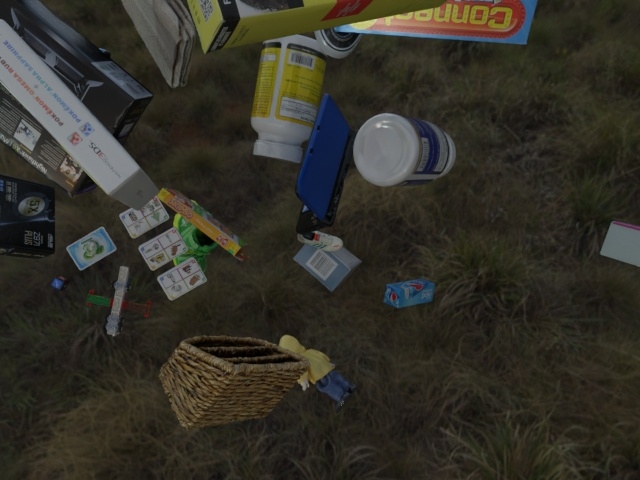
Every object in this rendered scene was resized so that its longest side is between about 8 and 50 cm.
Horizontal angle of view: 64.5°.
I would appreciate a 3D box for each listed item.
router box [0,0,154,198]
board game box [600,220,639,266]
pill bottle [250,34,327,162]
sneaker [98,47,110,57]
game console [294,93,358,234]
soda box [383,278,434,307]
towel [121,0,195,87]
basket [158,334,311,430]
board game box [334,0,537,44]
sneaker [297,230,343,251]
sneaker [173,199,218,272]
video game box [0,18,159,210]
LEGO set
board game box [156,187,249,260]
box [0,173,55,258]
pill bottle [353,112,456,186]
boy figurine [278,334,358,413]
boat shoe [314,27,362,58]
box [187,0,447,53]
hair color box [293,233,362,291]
[{"bbox_3d":[-0.502,-0.269,0.928,0.309,0.243,0.081,40,22,-7],"label":"router box"},{"bbox_3d":[0.891,0.035,1.244,0.303,0.098,0.224,7,13,-29],"label":"board game box"},{"bbox_3d":[-0.097,-0.398,1.452,0.188,0.334,0.188,11,6,-1],"label":"pill bottle"},{"bbox_3d":[-0.525,-0.386,1.235,0.073,0.162,0.063,5,32,13],"label":"sneaker"},{"bbox_3d":[-0.021,-0.192,1.346,0.173,0.250,0.293,26,68,-26],"label":"game console"},{"bbox_3d":[0.323,0.189,1.830,0.210,0.071,0.067,-3,16,-44],"label":"soda box"},{"bbox_3d":[-0.358,-0.487,1.092,0.049,0.187,0.282,-26,78,-31],"label":"towel"},{"bbox_3d":[-0.213,0.304,1.263,0.299,0.223,0.213,13,32,-50],"label":"basket"},{"bbox_3d":[0.182,-0.463,0.745,0.308,0.302,0.086,5,35,4],"label":"board game box"},{"bbox_3d":[0.000,0.000,1.724,0.161,0.075,0.057,16,86,-2],"label":"sneaker"},{"bbox_3d":[-0.373,0.016,1.529,0.123,0.295,0.109,26,48,15],"label":"sneaker"},{"bbox_3d":[-0.269,-0.122,0.572,0.048,0.205,0.187,-41,98,-10],"label":"video game box"},{"bbox_3d":[-0.354,0.056,0.924,0.244,0.060,0.182,-31,93,-2],"label":"LEGO set"},{"bbox_3d":[-0.283,-0.040,1.275,0.259,0.124,0.039,40,92,-2],"label":"board game box"},{"bbox_3d":[-0.742,-0.054,1.244,0.077,0.147,0.180,-15,74,28],"label":"box"},{"bbox_3d":[0.202,-0.200,1.152,0.153,0.153,0.264,31,22,29],"label":"pill bottle"},{"bbox_3d":[-0.026,0.408,1.580,0.285,0.092,0.177,34,25,15],"label":"boy figurine"},{"bbox_3d":[0.067,-0.493,0.932,0.108,0.301,0.102,18,-1,-16],"label":"boat shoe"},{"bbox_3d":[0.011,-0.212,0.384,0.232,0.087,0.058,-21,8,-26],"label":"box"},{"bbox_3d":[0.038,0.076,1.953,0.185,0.374,0.113,41,99,7],"label":"hair color box"}]
